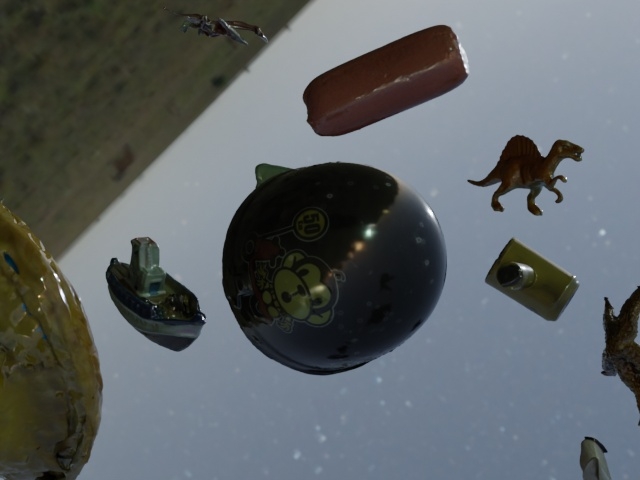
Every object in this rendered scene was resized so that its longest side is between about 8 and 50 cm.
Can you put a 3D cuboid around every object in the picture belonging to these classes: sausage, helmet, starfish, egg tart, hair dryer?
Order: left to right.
[{"bbox_3d":[-0.394,0.120,1.256,0.169,0.388,0.388,-34,179,-41],"label":"egg tart"},{"bbox_3d":[0.043,0.020,1.250,0.279,0.230,0.160,-13,177,-27],"label":"helmet"},{"bbox_3d":[0.057,-0.142,1.054,0.154,0.062,0.062,-22,-165,14],"label":"sausage"},{"bbox_3d":[0.322,0.064,1.829,0.090,0.135,0.278,-57,166,7],"label":"hair dryer"},{"bbox_3d":[0.271,0.082,1.037,0.133,0.041,0.130,-125,-143,-58],"label":"starfish"}]

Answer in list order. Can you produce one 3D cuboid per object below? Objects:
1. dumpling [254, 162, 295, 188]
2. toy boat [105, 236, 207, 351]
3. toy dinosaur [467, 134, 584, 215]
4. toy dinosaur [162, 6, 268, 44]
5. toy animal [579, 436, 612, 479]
[{"bbox_3d":[0.006,-0.010,1.384,0.105,0.216,0.149,-53,-165,30],"label":"dumpling"},{"bbox_3d":[-0.268,0.079,1.914,0.114,0.262,0.115,-9,128,-41],"label":"toy boat"},{"bbox_3d":[0.311,-0.112,1.850,0.212,0.142,0.057,23,-147,35],"label":"toy dinosaur"},{"bbox_3d":[-0.149,-0.301,1.653,0.220,0.108,0.032,2,102,-51],"label":"toy dinosaur"},{"bbox_3d":[0.465,0.392,1.806,0.131,0.181,0.127,-50,163,-73],"label":"toy animal"}]
